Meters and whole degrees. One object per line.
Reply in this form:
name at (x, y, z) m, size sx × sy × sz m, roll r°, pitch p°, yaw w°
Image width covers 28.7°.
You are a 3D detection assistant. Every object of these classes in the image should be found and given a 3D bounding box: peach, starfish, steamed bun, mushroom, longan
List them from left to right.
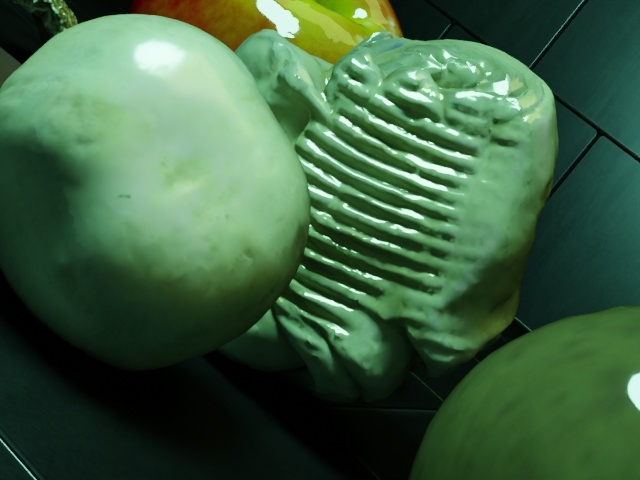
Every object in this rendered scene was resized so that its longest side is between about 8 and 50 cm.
starfish at (-0.383, -0.277, 1.559) m, size 0.398 × 0.132 × 0.384 m, roll 38°, pitch 3°, yaw -31°
mushroom at (-0.139, -0.028, 0.944) m, size 0.254 × 0.260 × 0.234 m, roll 27°, pitch -25°, yaw -18°
peach at (-0.074, -0.191, 1.574) m, size 0.388 × 0.388 × 0.388 m, roll 38°, pitch 8°, yaw -6°
steamed bun at (0.036, -0.029, 1.162) m, size 0.339 × 0.352 × 0.247 m, roll 19°, pitch 1°, yaw 15°
longan at (0.218, 0.214, 0.788) m, size 0.361 × 0.361 × 0.361 m, roll 38°, pitch 8°, yaw -6°

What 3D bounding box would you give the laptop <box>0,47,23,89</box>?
laptop at (-0.332, -0.144, 1.143) m, size 0.207 × 0.026 × 0.154 m, roll 39°, pitch 32°, yaw 2°
